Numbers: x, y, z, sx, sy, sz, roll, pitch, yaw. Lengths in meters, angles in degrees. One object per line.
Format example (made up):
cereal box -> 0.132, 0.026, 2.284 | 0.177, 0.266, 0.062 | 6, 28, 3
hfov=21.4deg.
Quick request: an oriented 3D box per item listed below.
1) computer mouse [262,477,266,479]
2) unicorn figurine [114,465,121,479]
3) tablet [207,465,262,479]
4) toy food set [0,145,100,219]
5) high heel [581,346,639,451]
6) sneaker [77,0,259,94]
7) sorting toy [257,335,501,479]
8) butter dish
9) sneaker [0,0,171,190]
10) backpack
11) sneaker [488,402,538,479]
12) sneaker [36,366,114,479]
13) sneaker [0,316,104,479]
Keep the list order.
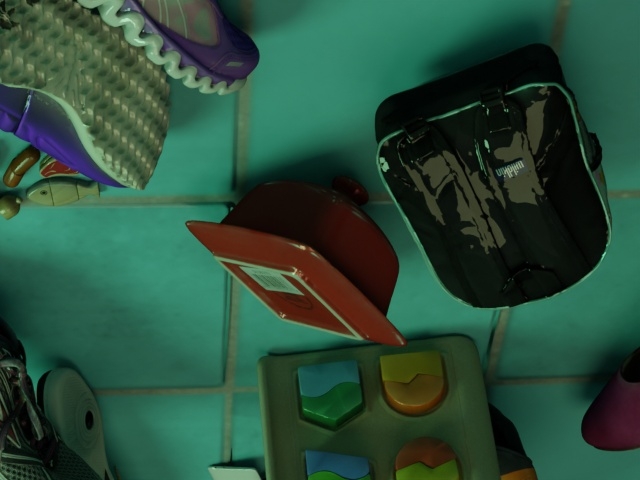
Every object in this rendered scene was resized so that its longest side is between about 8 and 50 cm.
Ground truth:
computer mouse -> 0.003, 0.215, 1.668 | 0.071, 0.041, 0.242 | 31, 133, -15
unicorn figurine -> -0.162, 0.304, 1.715 | 0.111, 0.060, 0.162 | 4, 134, -12
tablet -> -0.077, 0.255, 1.697 | 0.054, 0.006, 0.083 | -1, 133, 23
toy food set -> -0.246, -0.048, 1.380 | 0.122, 0.019, 0.078 | -11, 135, 4
high heel -> 0.321, 0.047, 1.514 | 0.181, 0.127, 0.377 | 42, 127, -4
sneaker -> -0.116, -0.195, 1.206 | 0.104, 0.095, 0.236 | -46, 129, 10
sorting toy -> 0.053, 0.174, 1.515 | 0.208, 0.193, 0.038 | -4, 146, -4
butter dish -> 0.000, 0.000, 1.398 | 0.160, 0.118, 0.160 | 11, 155, 46
sneaker -> -0.229, -0.129, 1.254 | 0.146, 0.102, 0.293 | 7, 161, 30
backpack -> 0.142, -0.047, 1.331 | 0.166, 0.144, 0.188 | -22, 110, 12
sneaker -> 0.118, 0.248, 1.660 | 0.125, 0.180, 0.321 | -6, 174, -35
sneaker -> -0.265, 0.213, 1.601 | 0.121, 0.079, 0.216 | 1, 124, 19
sneaker -> -0.281, 0.140, 1.448 | 0.112, 0.121, 0.299 | -38, 106, 13
